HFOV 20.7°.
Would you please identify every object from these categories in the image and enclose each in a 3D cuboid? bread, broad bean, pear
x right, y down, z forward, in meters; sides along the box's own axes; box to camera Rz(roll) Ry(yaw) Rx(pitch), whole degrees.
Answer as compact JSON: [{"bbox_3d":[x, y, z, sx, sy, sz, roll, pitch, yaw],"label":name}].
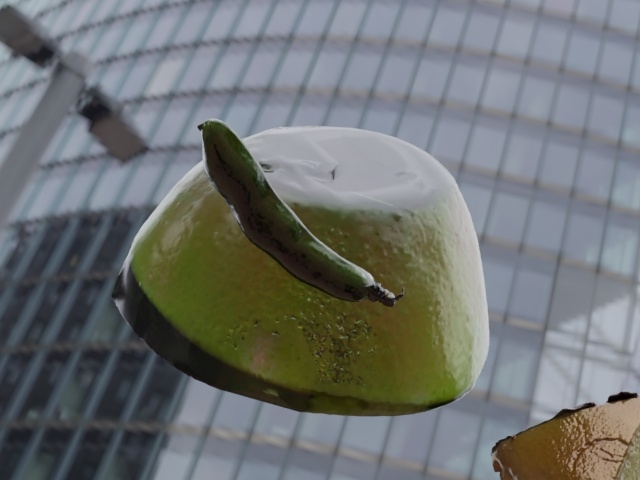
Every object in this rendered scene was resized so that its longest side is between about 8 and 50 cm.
[{"bbox_3d":[0.274,0.218,1.722,0.169,0.160,0.140,28,-24,44],"label":"bread"},{"bbox_3d":[-0.027,-0.014,1.462,0.227,0.039,0.069,40,-54,-16],"label":"broad bean"},{"bbox_3d":[0.004,-0.002,1.746,0.398,0.399,0.165,14,-64,5],"label":"pear"}]
